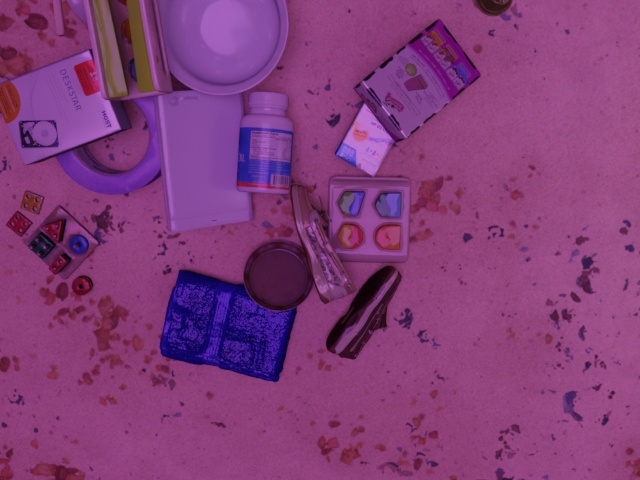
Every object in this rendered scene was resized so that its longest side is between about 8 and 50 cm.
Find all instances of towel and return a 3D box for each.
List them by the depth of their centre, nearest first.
[{"bbox_3d":[-0.224,0.213,1.732,0.308,0.076,0.228,13,102,0],"label":"towel"}]

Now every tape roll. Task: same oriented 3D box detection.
[{"bbox_3d":[-0.471,-0.246,1.644,0.275,0.090,0.275,1,101,3],"label":"tape roll"}]

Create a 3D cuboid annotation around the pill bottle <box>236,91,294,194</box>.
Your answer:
[{"bbox_3d":[-0.123,-0.217,1.614,0.124,0.124,0.221,4,93,2],"label":"pill bottle"}]

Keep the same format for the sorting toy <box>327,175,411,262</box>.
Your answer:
[{"bbox_3d":[0.114,-0.047,1.686,0.193,0.038,0.208,1,102,2],"label":"sorting toy"}]

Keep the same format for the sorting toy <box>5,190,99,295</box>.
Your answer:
[{"bbox_3d":[-0.634,0.003,1.722,0.274,0.046,0.132,44,99,-6],"label":"sorting toy"}]

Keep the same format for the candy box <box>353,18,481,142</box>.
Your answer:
[{"bbox_3d":[0.212,-0.348,1.570,0.233,0.071,0.159,-40,98,-12],"label":"candy box"}]

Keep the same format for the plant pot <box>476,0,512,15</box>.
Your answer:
[{"bbox_3d":[0.385,-0.535,1.557,0.083,0.079,0.083,0,100,2],"label":"plant pot"}]

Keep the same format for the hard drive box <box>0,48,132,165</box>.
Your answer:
[{"bbox_3d":[-0.556,-0.287,1.549,0.232,0.089,0.181,-20,100,6],"label":"hard drive box"}]

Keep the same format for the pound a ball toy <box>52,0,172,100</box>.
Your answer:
[{"bbox_3d":[-0.430,-0.448,1.459,0.208,0.136,0.319,-7,99,7],"label":"pound a ball toy"}]

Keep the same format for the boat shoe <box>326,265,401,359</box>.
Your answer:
[{"bbox_3d":[0.121,0.177,1.713,0.095,0.095,0.257,32,107,-18],"label":"boat shoe"}]

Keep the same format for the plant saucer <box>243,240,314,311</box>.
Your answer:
[{"bbox_3d":[-0.099,0.086,1.700,0.168,0.029,0.168,2,77,-7],"label":"plant saucer"}]

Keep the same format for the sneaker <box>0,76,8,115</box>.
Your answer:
[{"bbox_3d":[-0.822,-0.363,1.626,0.271,0.108,0.100,21,103,-1],"label":"sneaker"}]

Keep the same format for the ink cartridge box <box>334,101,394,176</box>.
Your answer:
[{"bbox_3d":[0.120,-0.250,1.633,0.104,0.061,0.181,28,100,-5],"label":"ink cartridge box"}]

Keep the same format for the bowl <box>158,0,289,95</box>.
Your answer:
[{"bbox_3d":[-0.211,-0.468,1.567,0.298,0.134,0.298,0,102,2],"label":"bowl"}]

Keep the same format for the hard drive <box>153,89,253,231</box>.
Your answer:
[{"bbox_3d":[-0.262,-0.185,1.626,0.203,0.040,0.307,-10,103,-29],"label":"hard drive"}]

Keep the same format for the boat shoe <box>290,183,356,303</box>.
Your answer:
[{"bbox_3d":[0.000,0.000,1.660,0.089,0.104,0.285,-18,91,1],"label":"boat shoe"}]

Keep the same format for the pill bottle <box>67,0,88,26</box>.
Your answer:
[{"bbox_3d":[-0.433,-0.569,1.557,0.229,0.131,0.131,-26,99,7],"label":"pill bottle"}]
